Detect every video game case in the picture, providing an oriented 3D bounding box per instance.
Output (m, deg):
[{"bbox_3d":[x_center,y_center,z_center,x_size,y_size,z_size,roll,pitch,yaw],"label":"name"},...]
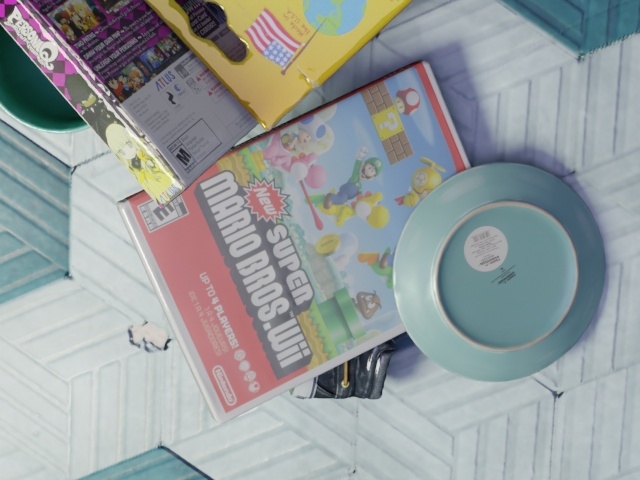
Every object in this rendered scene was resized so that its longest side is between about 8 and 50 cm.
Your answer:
[{"bbox_3d":[0.000,0.000,1.588,0.285,0.025,0.204,-26,104,-12],"label":"video game case"},{"bbox_3d":[-0.128,-0.162,1.533,0.210,0.232,0.042,49,129,-5],"label":"video game case"}]

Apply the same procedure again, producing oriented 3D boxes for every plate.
[{"bbox_3d":[0.153,0.029,1.606,0.188,0.024,0.188,-2,99,-12],"label":"plate"}]

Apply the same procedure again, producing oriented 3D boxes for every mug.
[{"bbox_3d":[-0.222,-0.164,1.610,0.157,0.097,0.129,20,105,4],"label":"mug"}]

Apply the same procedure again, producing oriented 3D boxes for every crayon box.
[{"bbox_3d":[0.006,-0.266,1.534,0.318,0.081,0.202,-42,94,2],"label":"crayon box"}]

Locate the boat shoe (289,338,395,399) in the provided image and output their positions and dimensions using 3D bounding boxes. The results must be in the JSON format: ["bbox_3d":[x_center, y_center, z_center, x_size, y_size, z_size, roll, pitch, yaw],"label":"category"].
[{"bbox_3d":[0.023,0.048,1.648,0.083,0.065,0.183,5,98,-12],"label":"boat shoe"}]
